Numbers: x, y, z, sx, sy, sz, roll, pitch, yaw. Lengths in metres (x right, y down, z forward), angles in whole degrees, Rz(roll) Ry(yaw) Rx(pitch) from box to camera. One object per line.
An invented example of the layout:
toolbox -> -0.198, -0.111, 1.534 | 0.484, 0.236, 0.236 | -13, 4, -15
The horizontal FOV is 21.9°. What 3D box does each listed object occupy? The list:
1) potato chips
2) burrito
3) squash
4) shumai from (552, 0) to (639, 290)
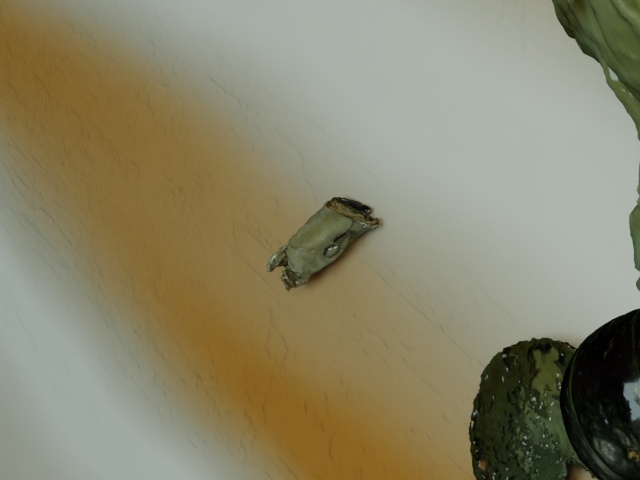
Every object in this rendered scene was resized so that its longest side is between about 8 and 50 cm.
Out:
potato chips -> 0.192, 0.175, 1.373 | 0.220, 0.029, 0.202 | -44, 54, 50
burrito -> 0.000, 0.000, 1.621 | 0.149, 0.041, 0.055 | -42, 72, 42
squash -> 0.265, 0.108, 1.146 | 0.156, 0.193, 0.193 | 57, 136, 10
shumai -> 0.254, -0.109, 1.033 | 0.292, 0.330, 0.288 | 17, 87, 9
